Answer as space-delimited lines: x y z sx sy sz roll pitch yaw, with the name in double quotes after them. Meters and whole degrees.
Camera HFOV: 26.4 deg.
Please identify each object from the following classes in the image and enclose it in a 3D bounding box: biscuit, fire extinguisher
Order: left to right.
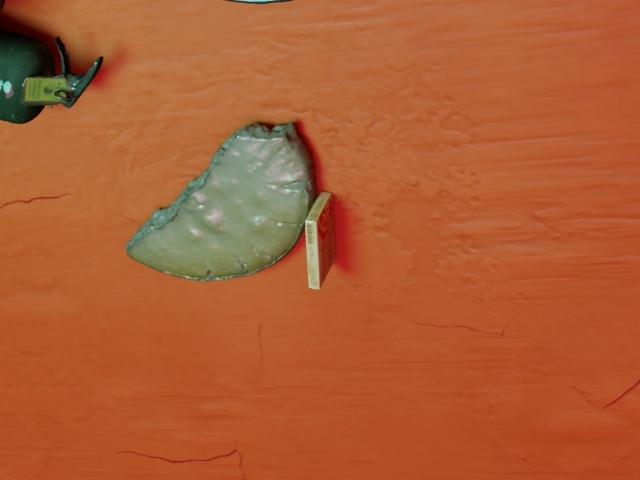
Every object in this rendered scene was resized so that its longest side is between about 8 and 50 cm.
-0.383 -0.195 1.451 0.311 0.095 0.114 18 119 6 "fire extinguisher"
-0.094 -0.023 1.517 0.141 0.038 0.290 40 128 -13 "biscuit"

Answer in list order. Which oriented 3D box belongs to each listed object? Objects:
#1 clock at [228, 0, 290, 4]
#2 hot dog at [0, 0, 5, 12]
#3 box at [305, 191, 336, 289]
-0.073 -0.367 1.236 0.319 0.066 0.318 9 127 13 "clock"
-0.483 -0.317 1.303 0.388 0.267 0.174 33 159 -5 "hot dog"
0.000 0.000 1.490 0.015 0.058 0.093 10 128 17 "box"
